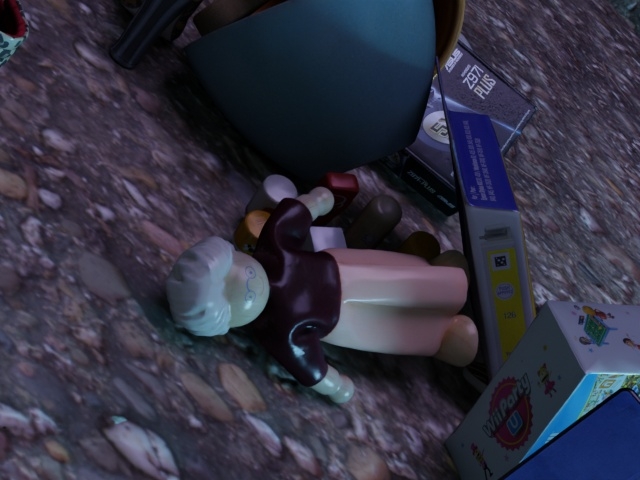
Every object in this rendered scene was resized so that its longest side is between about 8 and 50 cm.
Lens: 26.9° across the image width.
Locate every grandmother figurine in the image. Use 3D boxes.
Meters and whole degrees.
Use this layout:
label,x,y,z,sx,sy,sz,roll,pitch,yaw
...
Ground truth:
label,x,y,z,sx,sy,sz,roll,pitch,yaw
grandmother figurine,0.001,0.047,1.276,0.342,0.104,0.208,4,65,-40

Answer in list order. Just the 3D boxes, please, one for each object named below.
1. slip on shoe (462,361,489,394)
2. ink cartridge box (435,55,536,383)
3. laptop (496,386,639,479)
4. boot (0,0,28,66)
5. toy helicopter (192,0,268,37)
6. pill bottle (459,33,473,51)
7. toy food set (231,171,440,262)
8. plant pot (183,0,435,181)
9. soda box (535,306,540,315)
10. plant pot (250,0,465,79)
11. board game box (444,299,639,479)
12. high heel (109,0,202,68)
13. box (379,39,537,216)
label,x,y,z,sx,sy,sz,roll,pitch,yaw
slip on shoe,0.210,0.183,1.474,0.135,0.041,0.051,31,28,20
ink cartridge box,0.186,-0.023,1.486,0.303,0.072,0.307,-87,169,-66
laptop,0.191,0.348,0.963,0.382,0.236,0.408,52,27,20
boot,-0.331,-0.176,1.102,0.085,0.178,0.236,10,41,-48
toy helicopter,-0.010,-0.321,1.512,0.140,0.355,0.235,56,28,-9
pill bottle,0.170,-0.241,1.968,0.131,0.131,0.229,24,31,-34
toy food set,0.000,0.000,1.434,0.232,0.104,0.111,2,58,-29
plant pot,0.014,-0.181,1.538,0.290,0.290,0.195,-35,105,-64
soda box,0.301,0.162,1.617,0.169,0.053,0.060,44,26,2
plant pot,0.044,-0.313,1.765,0.291,0.291,0.203,41,10,-2
board game box,0.310,0.170,1.339,0.303,0.224,0.097,4,44,-28
high heel,-0.159,-0.320,1.559,0.093,0.186,0.261,34,27,-17
box,0.176,-0.150,1.782,0.147,0.077,0.180,40,69,-7
